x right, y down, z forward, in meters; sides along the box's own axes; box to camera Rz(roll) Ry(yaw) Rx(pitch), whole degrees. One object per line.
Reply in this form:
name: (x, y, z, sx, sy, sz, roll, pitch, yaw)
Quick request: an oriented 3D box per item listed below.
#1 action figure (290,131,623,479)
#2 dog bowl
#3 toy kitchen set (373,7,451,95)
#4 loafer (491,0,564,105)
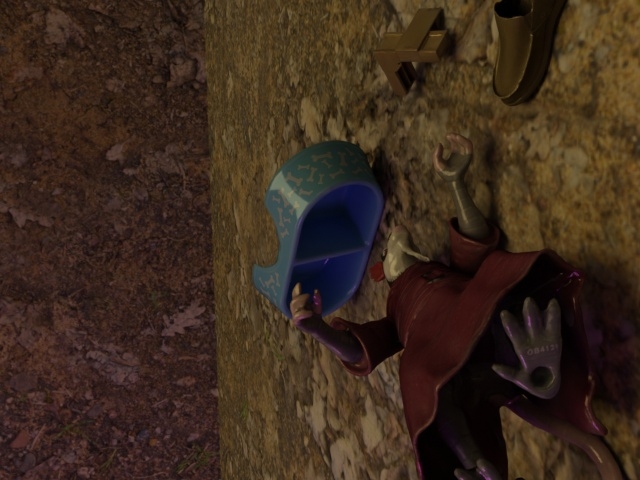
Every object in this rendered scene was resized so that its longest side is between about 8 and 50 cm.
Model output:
action figure: (0.140, 0.077, 0.679, 0.276, 0.248, 0.370, 48, -177, -15)
dog bowl: (0.000, 0.000, 1.011, 0.074, 0.166, 0.297, 54, 143, 39)
toy kitchen set: (0.123, -0.220, 0.823, 0.083, 0.075, 0.068, 12, 64, 38)
loafer: (0.178, -0.192, 0.627, 0.056, 0.050, 0.148, -119, 33, -52)
